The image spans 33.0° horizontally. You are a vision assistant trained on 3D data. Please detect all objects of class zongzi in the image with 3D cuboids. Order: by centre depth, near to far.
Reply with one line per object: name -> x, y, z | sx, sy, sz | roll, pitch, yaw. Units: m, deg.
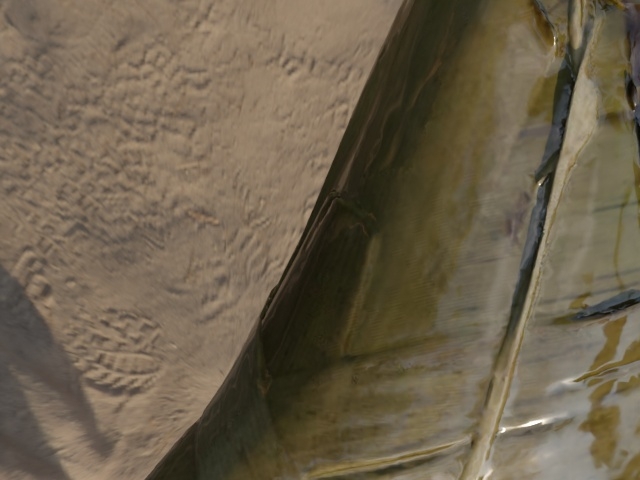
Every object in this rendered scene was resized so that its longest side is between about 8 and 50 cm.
zongzi -> 0.002, 0.005, 0.648 | 0.466, 0.218, 0.500 | -9, 103, -7
